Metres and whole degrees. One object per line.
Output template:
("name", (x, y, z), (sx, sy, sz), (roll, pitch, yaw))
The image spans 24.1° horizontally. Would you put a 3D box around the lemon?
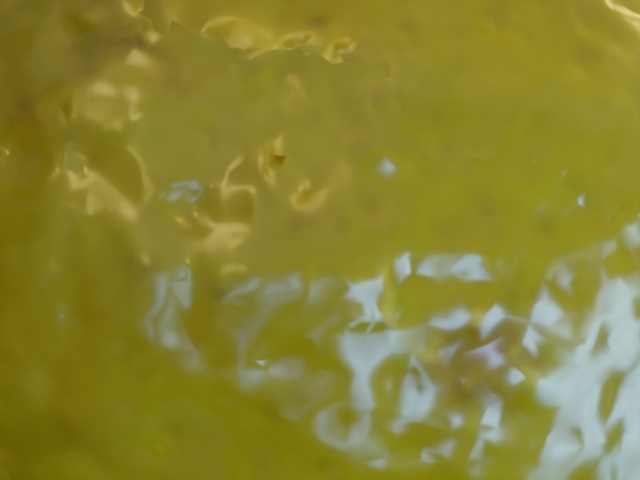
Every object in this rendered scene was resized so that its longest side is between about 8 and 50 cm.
("lemon", (0.000, 0.000, 0.522), (0.387, 0.350, 0.350), (20, 28, -3))
